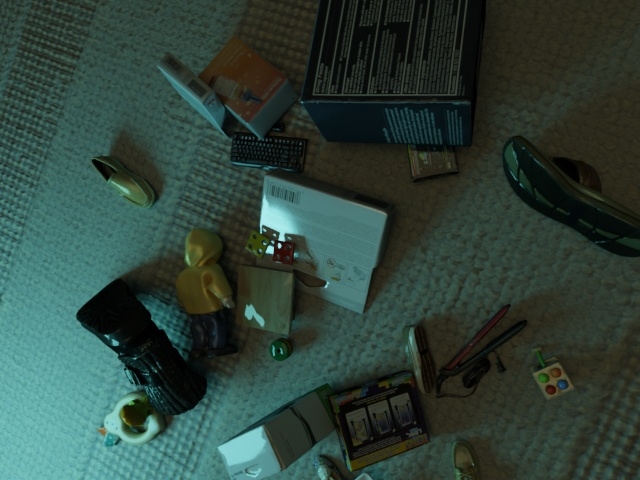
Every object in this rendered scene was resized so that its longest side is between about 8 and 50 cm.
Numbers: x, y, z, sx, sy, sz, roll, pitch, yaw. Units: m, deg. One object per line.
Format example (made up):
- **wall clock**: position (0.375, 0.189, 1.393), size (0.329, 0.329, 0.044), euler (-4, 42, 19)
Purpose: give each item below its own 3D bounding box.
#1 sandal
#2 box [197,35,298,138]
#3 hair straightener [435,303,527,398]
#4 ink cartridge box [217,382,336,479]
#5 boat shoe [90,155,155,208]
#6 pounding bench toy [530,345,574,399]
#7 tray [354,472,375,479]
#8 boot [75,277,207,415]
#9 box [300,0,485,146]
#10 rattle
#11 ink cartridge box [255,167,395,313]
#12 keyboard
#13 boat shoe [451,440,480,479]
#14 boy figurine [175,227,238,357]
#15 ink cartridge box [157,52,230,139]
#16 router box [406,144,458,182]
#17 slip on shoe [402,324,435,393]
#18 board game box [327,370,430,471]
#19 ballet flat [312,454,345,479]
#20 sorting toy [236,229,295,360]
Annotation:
- **sandal**: position (0.457, -0.086, 0.912), size (0.302, 0.120, 0.086), euler (39, 72, 14)
- **box**: position (-0.157, -0.331, 1.108), size (0.170, 0.091, 0.130), euler (41, 91, 16)
- **hair straightener**: position (0.309, 0.230, 0.971), size (0.089, 0.047, 0.230), euler (44, 102, 15)
- **ink cartridge box**: position (-0.072, 0.375, 0.991), size (0.153, 0.208, 0.087), euler (-36, 77, 33)
- **boat shoe**: position (-0.484, -0.140, 1.232), size (0.190, 0.072, 0.068), euler (34, 99, 16)
- **pounding bench toy**: position (0.412, 0.236, 0.927), size (0.052, 0.065, 0.083), euler (-31, 79, 15)
- **tray**: position (0.134, 0.596, 1.010), size (0.145, 0.030, 0.270), euler (-44, 85, 13)
- **boot**: position (-0.412, 0.242, 1.164), size (0.131, 0.348, 0.260), euler (-40, 119, -19)
- **box**: position (0.146, -0.347, 0.951), size (0.293, 0.183, 0.296), euler (6, 78, 18)
- **rattle**: position (-0.476, 0.441, 1.182), size (0.199, 0.143, 0.130), euler (-19, 101, 11)
- **ink cartridge box**: position (0.000, 0.000, 1.077), size (0.275, 0.060, 0.239), euler (19, 119, 18)
- **keyboard**: position (-0.117, -0.213, 1.139), size (0.180, 0.023, 0.108), euler (10, 91, 18)
- **boat shoe**: position (0.282, 0.455, 0.974), size (0.050, 0.045, 0.135), euler (-15, 84, 17)
- **boy figurine**: position (-0.262, 0.117, 1.141), size (0.177, 0.092, 0.285), euler (-14, 81, 37)
- **ink cartridge box**: position (-0.260, -0.309, 1.113), size (0.145, 0.179, 0.045), euler (42, 89, 15)
- **router box**: position (0.220, -0.184, 1.017), size (0.092, 0.038, 0.123), euler (-9, 85, 17)
- **slip on shoe**: position (0.192, 0.235, 1.013), size (0.041, 0.051, 0.135), euler (-15, 88, 48)
- **board game box**: position (0.113, 0.346, 0.990), size (0.170, 0.048, 0.141), euler (-13, 84, -16)
- **ballet flat**: position (0.024, 0.497, 1.062), size (0.114, 0.041, 0.041), euler (43, 101, 15)
- **sorting toy**: position (-0.112, 0.115, 1.107), size (0.132, 0.046, 0.275), euler (7, 98, 23)
